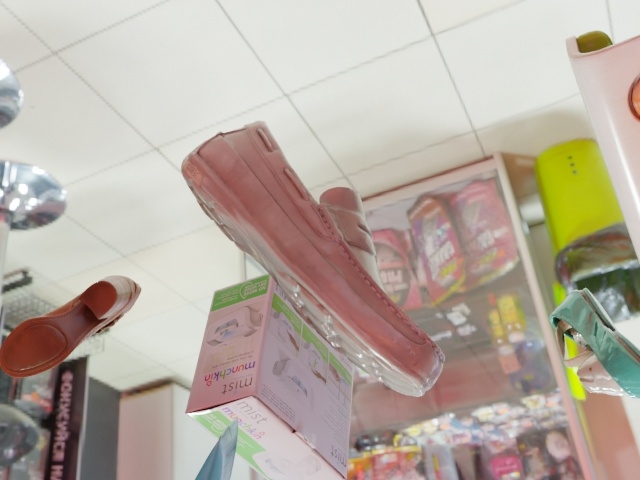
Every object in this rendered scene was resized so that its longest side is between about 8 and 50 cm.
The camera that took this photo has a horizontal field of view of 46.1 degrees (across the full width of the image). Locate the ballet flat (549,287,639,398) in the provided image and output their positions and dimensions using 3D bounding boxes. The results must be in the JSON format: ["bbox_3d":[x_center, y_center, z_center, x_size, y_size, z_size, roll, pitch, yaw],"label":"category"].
[{"bbox_3d":[0.355,0.145,0.948,0.087,0.247,0.083,-43,107,12],"label":"ballet flat"}]

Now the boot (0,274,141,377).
[{"bbox_3d":[-0.340,0.120,1.059,0.197,0.073,0.152,-33,179,-1],"label":"boot"}]

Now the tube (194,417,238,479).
[{"bbox_3d":[-0.112,0.260,0.657,0.052,0.207,0.080,20,179,-1],"label":"tube"}]

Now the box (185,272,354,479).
[{"bbox_3d":[-0.062,0.223,1.165,0.126,0.231,0.262,-19,131,24],"label":"box"}]

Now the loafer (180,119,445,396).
[{"bbox_3d":[0.000,0.000,0.662,0.111,0.319,0.112,-39,153,-11],"label":"loafer"}]

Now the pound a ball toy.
[{"bbox_3d":[0.365,-0.112,0.695,0.208,0.136,0.319,-18,113,22],"label":"pound a ball toy"}]
